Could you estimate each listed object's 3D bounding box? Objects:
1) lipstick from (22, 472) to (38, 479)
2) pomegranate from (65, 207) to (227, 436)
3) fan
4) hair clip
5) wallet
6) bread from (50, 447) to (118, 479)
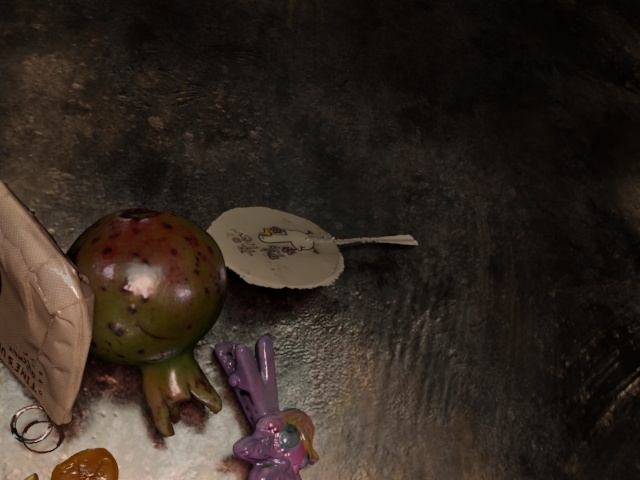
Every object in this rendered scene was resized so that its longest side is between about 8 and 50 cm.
[{"bbox_3d":[-0.406,0.335,0.777,0.116,0.037,0.037,-31,76,-34],"label":"lipstick"},{"bbox_3d":[-0.227,0.100,0.882,0.242,0.242,0.306,-40,120,-32],"label":"pomegranate"},{"bbox_3d":[0.000,-0.001,1.069,0.414,0.012,0.233,-4,39,-32],"label":"fan"},{"bbox_3d":[-0.081,0.259,0.889,0.137,0.090,0.278,-5,63,-48],"label":"hair clip"},{"bbox_3d":[-0.392,0.070,0.785,0.335,0.275,0.068,45,35,19],"label":"wallet"},{"bbox_3d":[-0.308,0.314,0.814,0.083,0.046,0.081,5,58,-15],"label":"bread"}]
